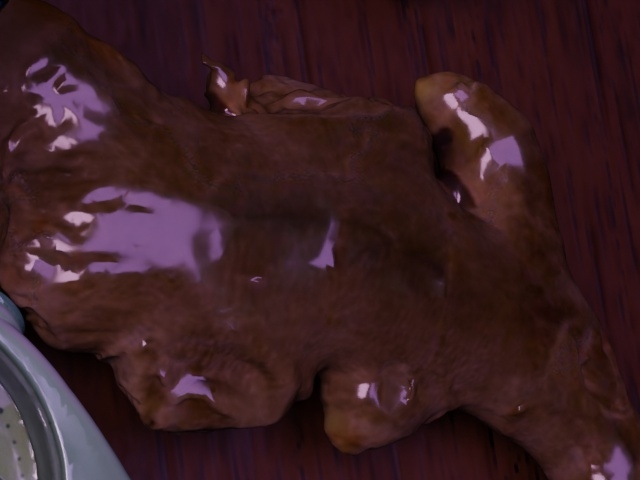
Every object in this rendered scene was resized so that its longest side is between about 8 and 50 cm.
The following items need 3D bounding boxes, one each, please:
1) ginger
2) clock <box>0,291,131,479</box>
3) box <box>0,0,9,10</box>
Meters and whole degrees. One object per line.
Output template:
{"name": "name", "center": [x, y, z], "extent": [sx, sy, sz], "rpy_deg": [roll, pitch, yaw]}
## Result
{"name": "ginger", "center": [-0.002, 0.000, 0.661], "extent": [0.333, 0.080, 0.166], "rpy_deg": [18, 75, -23]}
{"name": "clock", "center": [-0.141, 0.077, 0.565], "extent": [0.148, 0.060, 0.188], "rpy_deg": [-28, 91, -33]}
{"name": "box", "center": [-0.303, -0.110, 0.410], "extent": [0.420, 0.138, 0.373], "rpy_deg": [-45, 110, -22]}
